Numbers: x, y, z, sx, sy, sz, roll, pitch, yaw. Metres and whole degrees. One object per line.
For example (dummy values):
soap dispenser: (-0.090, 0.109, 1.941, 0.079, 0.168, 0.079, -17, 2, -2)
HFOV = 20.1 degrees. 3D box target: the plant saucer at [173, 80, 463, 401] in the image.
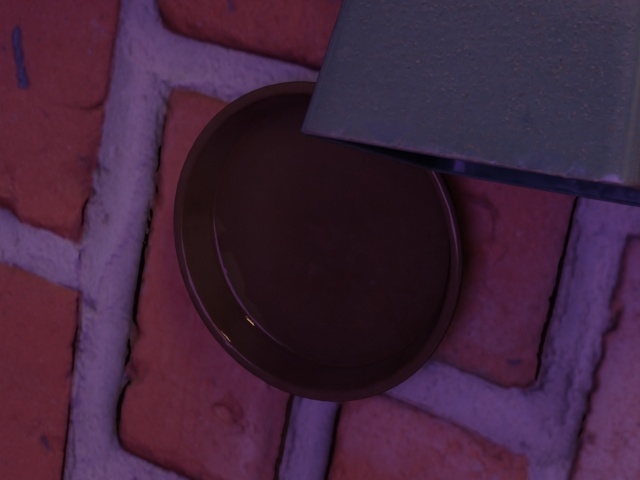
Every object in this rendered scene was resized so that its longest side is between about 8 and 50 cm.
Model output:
plant saucer: (0.000, 0.000, 1.535, 0.278, 0.041, 0.277, 8, 106, 28)

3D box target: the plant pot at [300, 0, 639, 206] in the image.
plant pot: (0.166, -0.165, 1.287, 0.247, 0.248, 0.252, 10, 90, 27)
